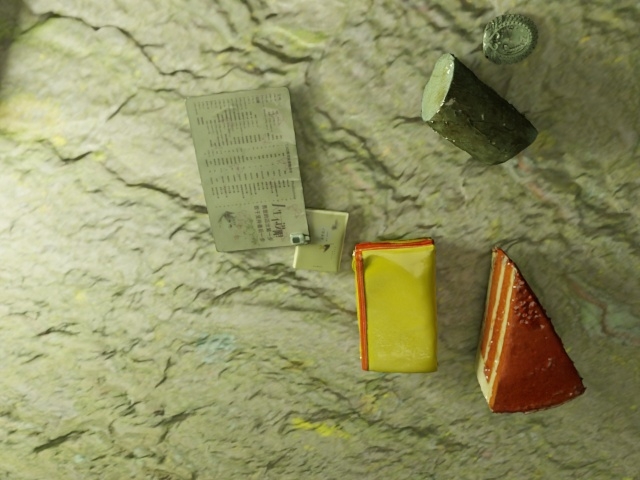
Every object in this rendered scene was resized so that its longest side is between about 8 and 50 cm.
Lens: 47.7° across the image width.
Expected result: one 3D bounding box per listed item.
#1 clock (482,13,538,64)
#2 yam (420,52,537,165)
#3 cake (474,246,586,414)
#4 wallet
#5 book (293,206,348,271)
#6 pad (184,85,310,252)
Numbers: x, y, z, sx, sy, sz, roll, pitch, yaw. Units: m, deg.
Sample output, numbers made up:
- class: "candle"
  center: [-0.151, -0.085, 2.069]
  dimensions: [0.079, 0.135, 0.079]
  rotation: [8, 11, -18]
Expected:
- class: "clock"
  center: [0.280, -0.296, 1.067]
  dimensions: [0.083, 0.010, 0.074]
  rotation: [-4, 116, -2]
- class: "yam"
  center: [0.229, -0.182, 1.072]
  dimensions: [0.183, 0.107, 0.107]
  rotation: [32, 110, -20]
- class: "cake"
  center: [0.305, 0.157, 1.214]
  dimensions: [0.160, 0.158, 0.262]
  rotation: [-30, 112, 10]
- class: "wallet"
  center: [0.128, 0.112, 1.236]
  dimensions: [0.141, 0.067, 0.241]
  rotation: [-3, 112, 3]
- class: "book"
  center: [0.000, 0.000, 1.193]
  dimensions: [0.077, 0.014, 0.110]
  rotation: [6, 116, -7]
- class: "pad"
  center: [-0.110, -0.103, 1.131]
  dimensions: [0.160, 0.009, 0.264]
  rotation: [-6, 115, 5]
